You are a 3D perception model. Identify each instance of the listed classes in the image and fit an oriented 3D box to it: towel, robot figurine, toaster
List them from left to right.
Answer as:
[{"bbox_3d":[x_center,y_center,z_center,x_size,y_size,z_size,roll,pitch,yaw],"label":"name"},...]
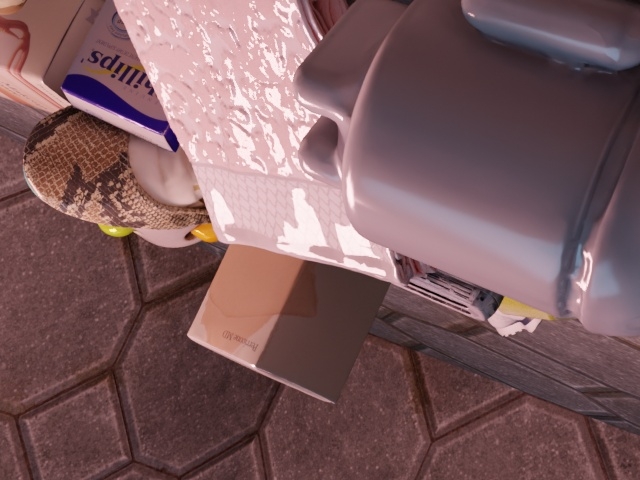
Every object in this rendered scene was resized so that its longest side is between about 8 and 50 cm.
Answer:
[{"bbox_3d":[-0.056,-0.117,1.165,0.332,0.053,0.317,13,131,53],"label":"towel"},{"bbox_3d":[0.153,-0.004,1.469,0.227,0.146,0.129,23,173,15],"label":"toaster"},{"bbox_3d":[0.155,-0.058,0.893,0.354,0.199,0.300,23,148,20],"label":"robot figurine"}]

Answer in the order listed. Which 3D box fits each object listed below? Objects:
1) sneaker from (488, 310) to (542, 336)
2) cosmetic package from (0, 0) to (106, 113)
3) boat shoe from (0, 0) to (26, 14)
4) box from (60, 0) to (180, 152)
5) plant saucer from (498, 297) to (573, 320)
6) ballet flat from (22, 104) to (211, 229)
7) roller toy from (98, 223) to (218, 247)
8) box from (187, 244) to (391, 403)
[{"bbox_3d":[0.290,0.085,1.941,0.095,0.090,0.235,38,168,0],"label":"sneaker"},{"bbox_3d":[-0.351,-0.240,1.549,0.296,0.129,0.153,18,169,40],"label":"cosmetic package"},{"bbox_3d":[-0.413,-0.337,1.253,0.302,0.098,0.109,28,-144,-19],"label":"boat shoe"},{"bbox_3d":[-0.185,-0.185,1.356,0.126,0.137,0.072,25,172,6],"label":"box"},{"bbox_3d":[0.306,0.067,1.534,0.188,0.045,0.188,-2,180,-18],"label":"plant saucer"},{"bbox_3d":[-0.106,-0.092,1.502,0.182,0.164,0.483,-10,169,43],"label":"ballet flat"},{"bbox_3d":[-0.229,-0.091,1.937,0.209,0.191,0.146,-2,163,15],"label":"roller toy"},{"bbox_3d":[0.000,0.000,1.358,0.121,0.311,0.148,30,170,-38],"label":"box"}]
